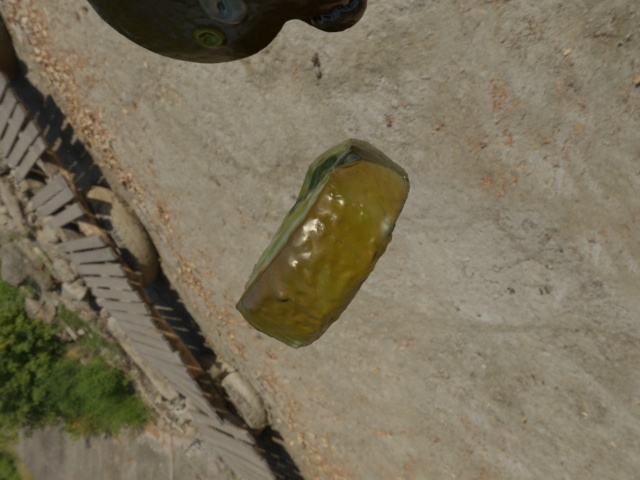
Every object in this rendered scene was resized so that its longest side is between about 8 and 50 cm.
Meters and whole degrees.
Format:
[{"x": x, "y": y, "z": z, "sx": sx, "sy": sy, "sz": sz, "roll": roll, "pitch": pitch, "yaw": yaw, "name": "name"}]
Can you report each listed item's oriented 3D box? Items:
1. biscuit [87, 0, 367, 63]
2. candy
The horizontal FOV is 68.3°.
[{"x": -0.046, "y": -0.177, "z": 0.277, "sx": 0.236, "sy": 0.179, "sz": 0.039, "roll": -14, "pitch": 65, "yaw": 34, "name": "biscuit"}, {"x": 0.000, "y": 0.000, "z": 0.558, "sx": 0.118, "sy": 0.260, "sz": 0.260, "roll": 32, "pitch": 143, "yaw": -5, "name": "candy"}]
